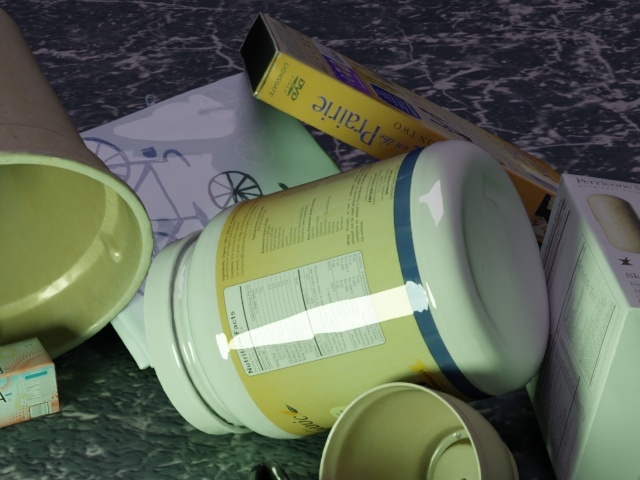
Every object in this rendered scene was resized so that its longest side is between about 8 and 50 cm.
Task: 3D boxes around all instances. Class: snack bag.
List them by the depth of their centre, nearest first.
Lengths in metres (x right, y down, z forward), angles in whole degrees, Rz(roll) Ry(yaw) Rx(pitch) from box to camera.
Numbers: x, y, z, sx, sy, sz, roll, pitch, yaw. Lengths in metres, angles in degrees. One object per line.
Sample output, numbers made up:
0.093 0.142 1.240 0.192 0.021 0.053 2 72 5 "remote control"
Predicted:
-0.126 -0.042 1.551 0.342 0.037 0.323 -26 60 -26 "snack bag"

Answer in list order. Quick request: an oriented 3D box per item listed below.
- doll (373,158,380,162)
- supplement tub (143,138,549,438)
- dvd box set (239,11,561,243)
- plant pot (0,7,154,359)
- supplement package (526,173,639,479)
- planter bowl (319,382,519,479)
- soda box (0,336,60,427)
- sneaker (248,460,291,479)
0.109 -0.081 1.812 0.129 0.046 0.189 0 25 6 "doll"
0.023 0.053 1.254 0.316 0.228 0.228 -16 18 27 "supplement tub"
0.109 -0.126 1.612 0.420 0.062 0.307 26 13 -14 "dvd box set"
-0.370 -0.073 1.389 0.333 0.334 0.305 -12 53 -20 "plant pot"
0.308 0.092 1.235 0.199 0.198 0.263 8 25 -7 "supplement package"
0.094 0.200 1.136 0.162 0.162 0.109 23 8 41 "planter bowl"
-0.350 0.152 1.348 0.183 0.058 0.063 -13 28 -24 "soda box"
-0.025 0.243 1.117 0.072 0.077 0.178 -16 30 -24 "sneaker"
